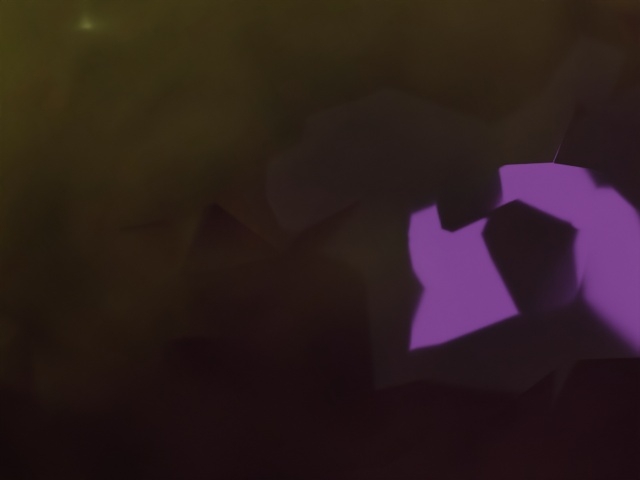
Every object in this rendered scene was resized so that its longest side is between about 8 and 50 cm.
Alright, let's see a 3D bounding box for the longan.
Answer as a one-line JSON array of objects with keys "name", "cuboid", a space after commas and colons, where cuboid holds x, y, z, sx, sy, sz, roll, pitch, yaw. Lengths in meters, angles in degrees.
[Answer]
[{"name": "longan", "cuboid": [0.000, 0.000, 0.647, 0.391, 0.391, 0.391, 5, 82, -35]}]
